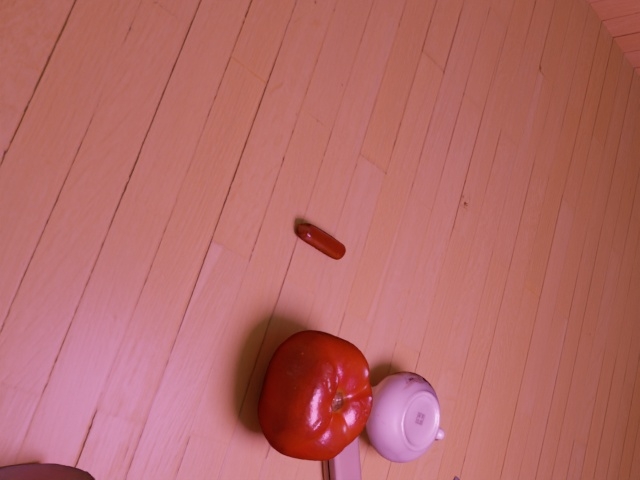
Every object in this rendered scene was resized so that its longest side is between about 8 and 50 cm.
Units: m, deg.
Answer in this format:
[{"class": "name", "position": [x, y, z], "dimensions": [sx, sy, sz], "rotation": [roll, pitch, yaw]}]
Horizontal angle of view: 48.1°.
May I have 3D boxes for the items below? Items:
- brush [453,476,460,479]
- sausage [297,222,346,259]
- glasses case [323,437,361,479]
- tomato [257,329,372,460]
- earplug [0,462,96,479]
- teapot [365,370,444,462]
[{"class": "brush", "position": [0.394, 0.724, 1.934], "dimensions": [0.205, 0.011, 0.083], "rotation": [53, 56, -31]}, {"class": "sausage", "position": [0.000, 0.000, 1.524], "dimensions": [0.131, 0.039, 0.041], "rotation": [32, 76, -38]}, {"class": "glasses case", "position": [0.047, 0.489, 1.568], "dimensions": [0.083, 0.050, 0.196], "rotation": [-8, 96, -41]}, {"class": "tomato", "position": [-0.014, 0.306, 1.417], "dimensions": [0.260, 0.180, 0.259], "rotation": [-4, 96, -44]}, {"class": "earplug", "position": [-0.429, 0.501, 1.042], "dimensions": [0.172, 0.172, 0.301], "rotation": [4, 93, -44]}, {"class": "teapot", "position": [0.188, 0.408, 1.647], "dimensions": [0.298, 0.139, 0.204], "rotation": [41, 61, -34]}]
